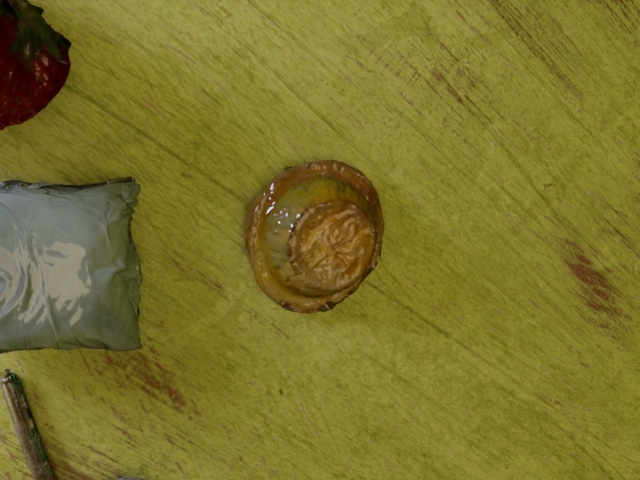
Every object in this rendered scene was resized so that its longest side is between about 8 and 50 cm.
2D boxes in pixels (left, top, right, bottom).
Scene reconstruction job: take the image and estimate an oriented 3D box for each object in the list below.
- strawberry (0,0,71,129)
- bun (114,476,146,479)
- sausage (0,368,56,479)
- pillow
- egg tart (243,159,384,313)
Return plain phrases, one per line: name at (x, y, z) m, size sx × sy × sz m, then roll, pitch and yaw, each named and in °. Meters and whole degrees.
strawberry at (-0.503, -0.247, 0.955) m, size 0.277 × 0.257 × 0.257 m, roll -38°, pitch 111°, yaw 5°
bun at (-0.338, 0.489, 1.238) m, size 0.138 × 0.094 × 0.138 m, roll 2°, pitch 67°, yaw -5°
sausage at (-0.487, 0.337, 1.183) m, size 0.033 × 0.033 × 0.268 m, roll -17°, pitch 106°, yaw -16°
pillow at (-0.431, 0.035, 1.089) m, size 0.310 × 0.138 × 0.283 m, roll 2°, pitch 92°, yaw -22°
egg tart at (0.000, 0.000, 1.250) m, size 0.289 × 0.118 × 0.288 m, roll -6°, pitch 107°, yaw -19°
